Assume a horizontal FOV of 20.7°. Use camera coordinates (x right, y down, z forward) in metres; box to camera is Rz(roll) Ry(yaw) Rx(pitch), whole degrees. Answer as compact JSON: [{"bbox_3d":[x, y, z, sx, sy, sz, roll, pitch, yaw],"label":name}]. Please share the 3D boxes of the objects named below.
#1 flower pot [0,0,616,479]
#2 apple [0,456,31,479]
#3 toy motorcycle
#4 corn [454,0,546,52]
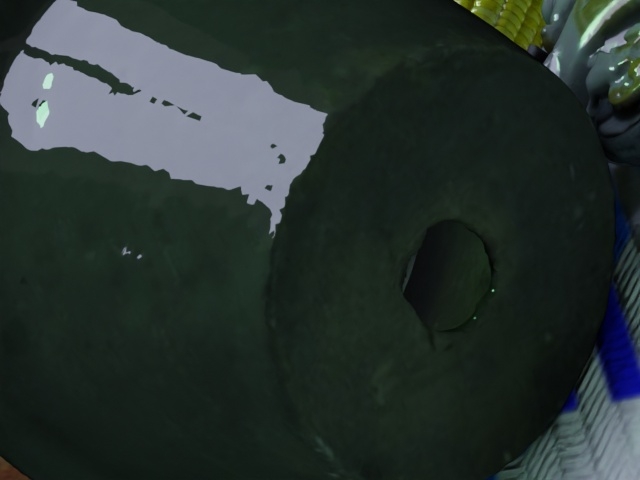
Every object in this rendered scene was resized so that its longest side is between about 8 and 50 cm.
[{"bbox_3d":[0.000,0.000,0.657,0.166,0.269,0.269,21,74,51],"label":"flower pot"},{"bbox_3d":[-0.165,-0.035,0.906,0.364,0.364,0.364,-48,16,18],"label":"apple"},{"bbox_3d":[0.141,-0.105,0.717,0.152,0.073,0.225,-34,25,58],"label":"toy motorcycle"},{"bbox_3d":[0.082,-0.107,0.906,0.067,0.067,0.206,-33,25,53],"label":"corn"}]
